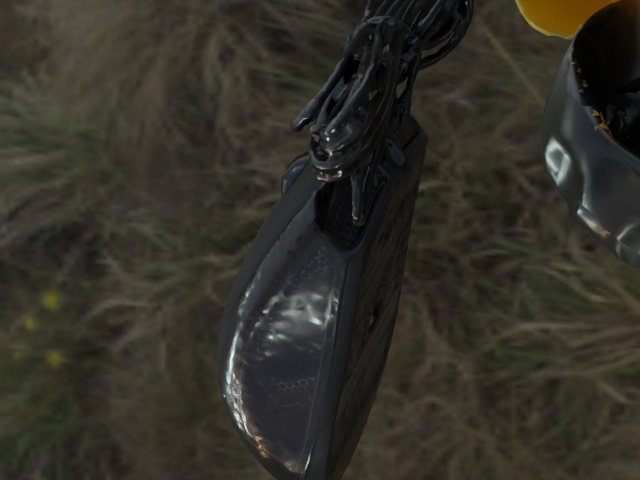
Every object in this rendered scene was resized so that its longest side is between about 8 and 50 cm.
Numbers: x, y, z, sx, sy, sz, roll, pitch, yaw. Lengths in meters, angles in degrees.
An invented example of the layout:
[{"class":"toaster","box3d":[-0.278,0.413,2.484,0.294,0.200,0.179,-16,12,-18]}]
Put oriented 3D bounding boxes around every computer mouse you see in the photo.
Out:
[{"class":"computer mouse","box3d":[0.000,0.000,0.808,0.072,0.188,0.272,17,125,11]}]

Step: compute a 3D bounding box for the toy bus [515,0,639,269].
[{"class":"toy bus","box3d":[0.173,-0.036,0.306,0.220,0.211,0.149,56,144,31]}]
